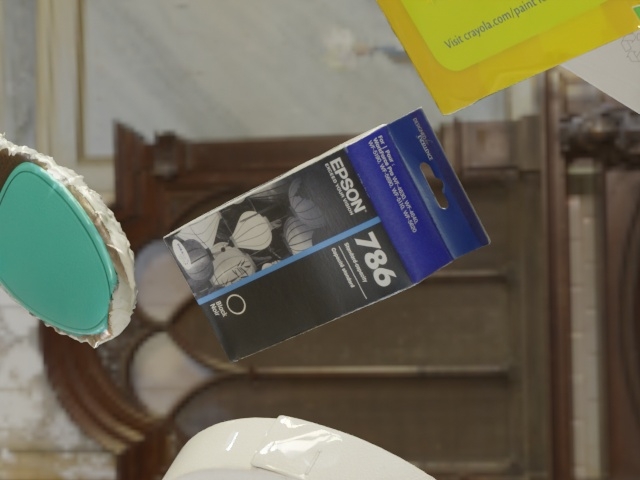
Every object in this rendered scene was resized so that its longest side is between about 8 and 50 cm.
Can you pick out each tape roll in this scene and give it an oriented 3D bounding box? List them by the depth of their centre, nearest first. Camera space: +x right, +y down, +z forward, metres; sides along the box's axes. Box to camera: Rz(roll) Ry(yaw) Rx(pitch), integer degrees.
[{"bbox_3d":[0.007,0.332,1.471,0.392,0.392,0.072,82,-151,-41],"label":"tape roll"}]

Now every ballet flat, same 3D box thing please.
[{"bbox_3d":[-0.299,-0.040,1.484,0.147,0.409,0.147,-37,-33,-29],"label":"ballet flat"}]

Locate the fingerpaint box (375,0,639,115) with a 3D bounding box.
[{"bbox_3d":[0.160,-0.316,0.794,0.163,0.445,0.371,-38,-80,-36],"label":"fingerpaint box"}]

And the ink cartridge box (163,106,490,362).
[{"bbox_3d":[0.000,0.000,1.563,0.165,0.333,0.065,62,-149,-3],"label":"ink cartridge box"}]

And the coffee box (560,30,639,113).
[{"bbox_3d":[0.512,-0.254,1.626,0.337,0.338,0.334,-62,-22,15],"label":"coffee box"}]
